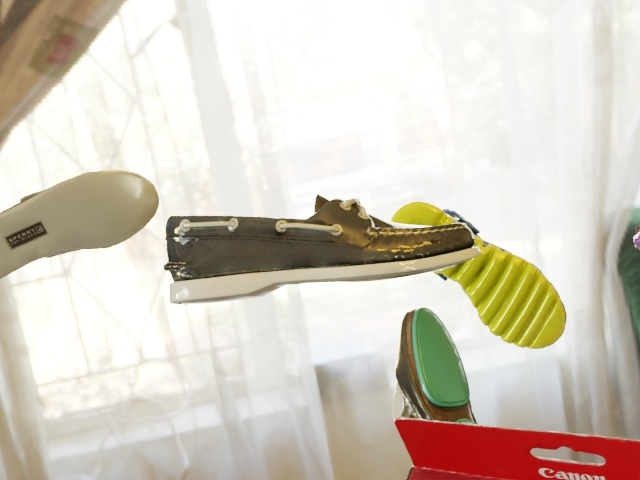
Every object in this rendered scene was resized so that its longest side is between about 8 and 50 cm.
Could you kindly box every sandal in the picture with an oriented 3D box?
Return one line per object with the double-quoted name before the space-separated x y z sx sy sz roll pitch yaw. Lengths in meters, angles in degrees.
"sandal" 0.254 0.044 1.474 0.126 0.317 0.138 -50 -5 15

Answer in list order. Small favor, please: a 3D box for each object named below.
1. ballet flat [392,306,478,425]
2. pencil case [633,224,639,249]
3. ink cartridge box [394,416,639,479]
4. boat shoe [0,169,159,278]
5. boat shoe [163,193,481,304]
"ballet flat" 0.136 0.212 1.078 0.095 0.280 0.096 14 -47 -42
"pencil case" 0.543 0.038 1.439 0.070 0.151 0.064 -34 0 2
"ink cartridge box" 0.209 0.290 0.769 0.309 0.272 0.130 -1 38 31
"boat shoe" -0.270 -0.020 0.944 0.219 0.077 0.070 -19 15 -5
"boat shoe" 0.000 0.000 0.896 0.303 0.091 0.114 -7 -5 -5
